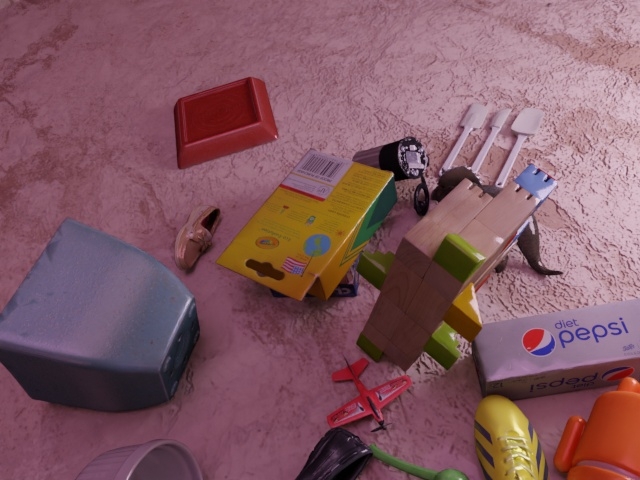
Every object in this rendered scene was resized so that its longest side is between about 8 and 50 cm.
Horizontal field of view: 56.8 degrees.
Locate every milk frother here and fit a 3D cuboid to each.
[{"bbox_3d":[0.149,-0.120,1.195,0.134,0.129,0.143,-8,70,51],"label":"milk frother"}]

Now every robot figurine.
[{"bbox_3d":[0.399,0.287,0.768,0.158,0.128,0.219,27,61,19],"label":"robot figurine"}]

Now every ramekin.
[{"bbox_3d":[-0.260,0.384,0.820,0.109,0.207,0.207,-8,49,21],"label":"ramekin"}]

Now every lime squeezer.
[{"bbox_3d":[0.175,0.383,0.794,0.110,0.059,0.310,-27,50,-8],"label":"lime squeezer"}]

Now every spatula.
[{"bbox_3d":[0.361,-0.209,1.259,0.168,0.019,0.242,17,58,26],"label":"spatula"}]

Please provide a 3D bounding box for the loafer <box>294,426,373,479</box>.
[{"bbox_3d":[-0.008,0.370,0.840,0.078,0.076,0.223,17,54,37],"label":"loafer"}]

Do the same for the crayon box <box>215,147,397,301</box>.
[{"bbox_3d":[-0.021,-0.022,1.108,0.202,0.081,0.318,22,59,29],"label":"crayon box"}]

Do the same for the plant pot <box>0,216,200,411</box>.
[{"bbox_3d":[-0.350,0.153,1.016,0.252,0.248,0.247,15,55,4],"label":"plant pot"}]

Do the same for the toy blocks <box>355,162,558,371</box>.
[{"bbox_3d":[0.206,0.030,0.901,0.190,0.381,0.261,40,59,17],"label":"toy blocks"}]

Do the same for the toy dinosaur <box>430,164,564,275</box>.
[{"bbox_3d":[0.303,-0.044,1.073,0.313,0.121,0.160,28,76,37],"label":"toy dinosaur"}]

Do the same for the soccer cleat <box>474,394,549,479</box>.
[{"bbox_3d":[0.260,0.328,0.772,0.093,0.121,0.289,-7,50,10],"label":"soccer cleat"}]

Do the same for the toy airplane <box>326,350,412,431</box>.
[{"bbox_3d":[0.067,0.244,0.956,0.151,0.028,0.151,-7,49,8],"label":"toy airplane"}]

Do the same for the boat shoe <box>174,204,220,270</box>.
[{"bbox_3d":[-0.253,-0.012,1.232,0.059,0.063,0.170,-4,50,20],"label":"boat shoe"}]

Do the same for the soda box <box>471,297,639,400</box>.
[{"bbox_3d":[0.379,0.167,0.894,0.286,0.091,0.098,-11,50,6],"label":"soda box"}]

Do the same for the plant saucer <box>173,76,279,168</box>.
[{"bbox_3d":[-0.252,-0.313,1.494,0.258,0.048,0.259,-17,48,1],"label":"plant saucer"}]

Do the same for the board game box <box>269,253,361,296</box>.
[{"bbox_3d":[0.000,0.000,1.168,0.165,0.042,0.243,-2,51,14],"label":"board game box"}]
